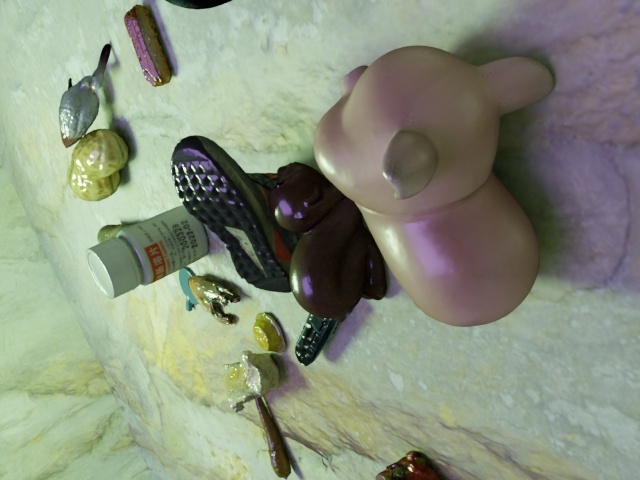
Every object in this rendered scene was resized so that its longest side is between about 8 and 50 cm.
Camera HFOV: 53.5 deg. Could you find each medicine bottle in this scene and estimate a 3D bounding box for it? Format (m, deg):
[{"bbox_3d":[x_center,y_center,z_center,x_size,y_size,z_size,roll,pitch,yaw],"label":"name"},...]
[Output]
[{"bbox_3d":[-0.397,0.025,1.465,0.144,0.252,0.145,33,135,39],"label":"medicine bottle"}]

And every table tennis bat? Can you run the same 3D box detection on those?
[{"bbox_3d":[-0.349,0.135,1.695,0.100,0.019,0.155,42,141,28],"label":"table tennis bat"}]

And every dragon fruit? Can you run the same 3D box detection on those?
[{"bbox_3d":[0.163,0.429,1.119,0.147,0.102,0.096,30,133,47],"label":"dragon fruit"}]

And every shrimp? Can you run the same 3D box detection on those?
[{"bbox_3d":[-0.247,0.148,1.542,0.251,0.052,0.144,7,131,59],"label":"shrimp"}]

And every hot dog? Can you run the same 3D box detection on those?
[{"bbox_3d":[-0.351,-0.394,1.289,0.071,0.045,0.165,5,116,55],"label":"hot dog"}]

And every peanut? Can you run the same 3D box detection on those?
[{"bbox_3d":[-0.593,-0.201,1.700,0.147,0.147,0.305,56,143,11],"label":"peanut"}]

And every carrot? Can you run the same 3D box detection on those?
[{"bbox_3d":[-0.127,0.493,1.620,0.049,0.049,0.254,-5,104,56],"label":"carrot"}]

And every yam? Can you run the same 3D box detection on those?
[{"bbox_3d":[-0.561,-0.004,1.829,0.259,0.093,0.093,0,113,54],"label":"yam"}]

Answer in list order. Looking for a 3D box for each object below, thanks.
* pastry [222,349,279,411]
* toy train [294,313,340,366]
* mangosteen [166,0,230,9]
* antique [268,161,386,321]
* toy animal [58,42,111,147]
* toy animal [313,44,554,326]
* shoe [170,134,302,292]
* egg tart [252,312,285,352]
[{"bbox_3d":[-0.170,0.324,1.513,0.121,0.089,0.258,60,147,10],"label":"pastry"},{"bbox_3d":[-0.003,0.172,1.204,0.052,0.051,0.234,49,149,21],"label":"toy train"},{"bbox_3d":[-0.175,-0.437,0.868,0.243,0.243,0.243,34,138,38],"label":"mangosteen"},{"bbox_3d":[0.000,0.000,0.995,0.121,0.143,0.257,2,112,56],"label":"antique"},{"bbox_3d":[-0.599,-0.346,1.584,0.324,0.090,0.195,-12,72,56],"label":"toy animal"},{"bbox_3d":[0.129,-0.058,0.718,0.326,0.237,0.269,53,156,6],"label":"toy animal"},{"bbox_3d":[-0.108,-0.071,1.063,0.132,0.171,0.336,1,139,32],"label":"shoe"},{"bbox_3d":[-0.119,0.209,1.405,0.105,0.039,0.105,31,135,37],"label":"egg tart"}]
